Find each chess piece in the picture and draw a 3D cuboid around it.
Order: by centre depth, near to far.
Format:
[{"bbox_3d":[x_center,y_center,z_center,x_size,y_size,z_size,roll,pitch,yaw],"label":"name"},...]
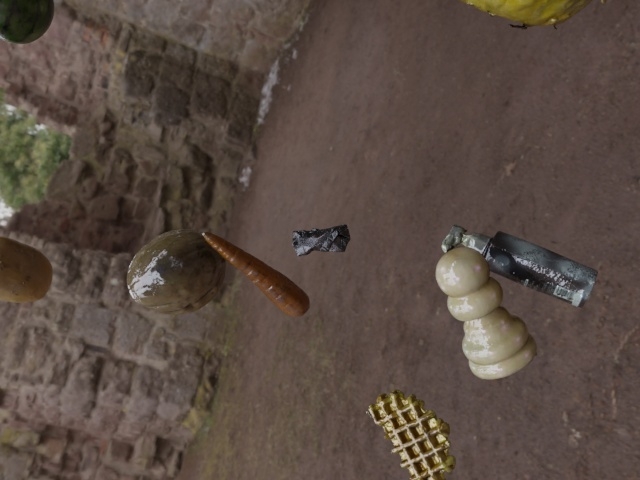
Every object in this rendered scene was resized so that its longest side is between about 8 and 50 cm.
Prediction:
[{"bbox_3d":[0.208,0.086,0.801,0.094,0.170,0.094,-27,11,6],"label":"chess piece"}]

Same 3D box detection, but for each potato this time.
[{"bbox_3d":[-0.622,0.057,1.218,0.118,0.178,0.109,-52,51,-2],"label":"potato"}]

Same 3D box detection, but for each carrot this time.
[{"bbox_3d":[-0.099,0.051,0.961,0.048,0.216,0.048,-42,21,20],"label":"carrot"}]

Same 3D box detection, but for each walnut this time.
[{"bbox_3d":[-0.231,0.051,0.990,0.162,0.140,0.140,-40,19,-1],"label":"walnut"}]

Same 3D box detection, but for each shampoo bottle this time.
[{"bbox_3d":[0.277,0.030,0.866,0.063,0.208,0.057,-42,-32,-50],"label":"shampoo bottle"}]

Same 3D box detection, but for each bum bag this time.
[{"bbox_3d":[0.000,0.000,1.205,0.125,0.034,0.057,-5,76,25],"label":"bum bag"}]

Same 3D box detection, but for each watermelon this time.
[{"bbox_3d":[-0.403,-0.317,0.806,0.109,0.109,0.108,-163,90,-73],"label":"watermelon"}]

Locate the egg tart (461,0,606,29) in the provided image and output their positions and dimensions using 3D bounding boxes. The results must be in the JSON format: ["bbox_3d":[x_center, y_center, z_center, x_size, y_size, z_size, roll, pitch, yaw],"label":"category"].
[{"bbox_3d":[0.233,-0.331,0.714,0.294,0.295,0.116,-93,11,-49],"label":"egg tart"}]

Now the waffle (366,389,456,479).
[{"bbox_3d":[0.168,0.376,1.153,0.192,0.046,0.160,24,103,32],"label":"waffle"}]
